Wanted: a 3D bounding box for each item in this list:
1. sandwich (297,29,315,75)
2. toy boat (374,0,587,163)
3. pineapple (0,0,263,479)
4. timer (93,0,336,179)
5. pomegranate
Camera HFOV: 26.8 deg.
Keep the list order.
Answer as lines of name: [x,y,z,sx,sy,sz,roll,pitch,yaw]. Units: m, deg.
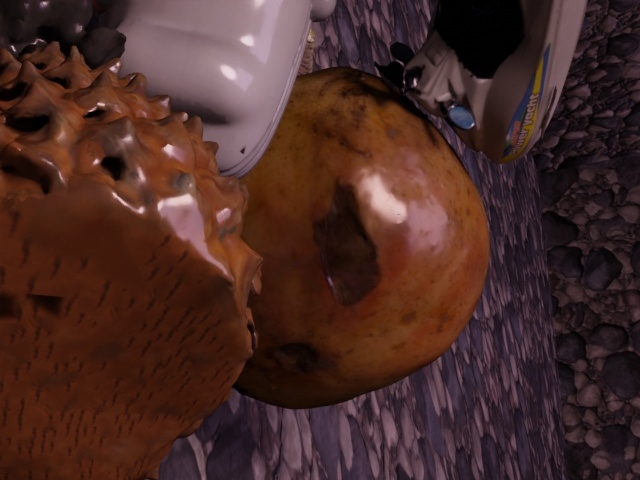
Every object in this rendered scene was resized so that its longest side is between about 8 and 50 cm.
sandwich: [-0.042,-0.199,1.346,0.162,0.058,0.193,-134,-149,-74]
toy boat: [0.119,-0.163,0.976,0.140,0.141,0.269,-82,-173,-49]
pineapple: [-0.159,-0.032,0.739,0.357,0.223,0.223,-113,180,-57]
timer: [-0.070,-0.192,0.929,0.291,0.291,0.315,29,72,-69]
pomegranate: [0.000,0.000,1.086,0.281,0.281,0.281,-12,90,-74]
